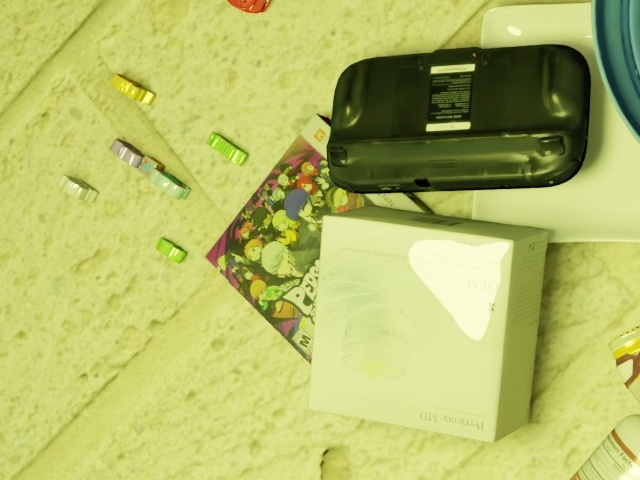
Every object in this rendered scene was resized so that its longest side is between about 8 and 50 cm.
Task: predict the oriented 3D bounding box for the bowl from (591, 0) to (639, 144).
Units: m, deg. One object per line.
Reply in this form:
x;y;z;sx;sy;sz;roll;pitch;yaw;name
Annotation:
0.460;-0.234;1.761;0.391;0.077;0.391;4;96;36;bowl

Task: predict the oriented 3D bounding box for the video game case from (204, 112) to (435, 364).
0.000;0.000;2.116;0.210;0.042;0.232;44;103;26;video game case

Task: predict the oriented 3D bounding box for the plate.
0.309;-0.131;1.973;0.277;0.045;0.278;0;82;27;plate

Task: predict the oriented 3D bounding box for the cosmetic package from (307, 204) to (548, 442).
0.119;0.089;1.955;0.224;0.138;0.225;8;99;23;cosmetic package

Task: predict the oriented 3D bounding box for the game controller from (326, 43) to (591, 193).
0.153;-0.139;2.007;0.319;0.067;0.166;-1;68;28;game controller

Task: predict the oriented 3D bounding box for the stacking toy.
-0.218;-0.091;2.240;0.221;0.052;0.167;34;98;27;stacking toy

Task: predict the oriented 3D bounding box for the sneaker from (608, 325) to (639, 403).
0.404;0.109;1.880;0.185;0.069;0.084;-28;79;28;sneaker

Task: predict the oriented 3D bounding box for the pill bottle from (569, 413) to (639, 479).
0.333;0.263;1.855;0.121;0.121;0.216;44;102;26;pill bottle

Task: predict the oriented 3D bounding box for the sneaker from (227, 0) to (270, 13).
-0.042;-0.346;2.183;0.221;0.087;0.128;0;90;40;sneaker
